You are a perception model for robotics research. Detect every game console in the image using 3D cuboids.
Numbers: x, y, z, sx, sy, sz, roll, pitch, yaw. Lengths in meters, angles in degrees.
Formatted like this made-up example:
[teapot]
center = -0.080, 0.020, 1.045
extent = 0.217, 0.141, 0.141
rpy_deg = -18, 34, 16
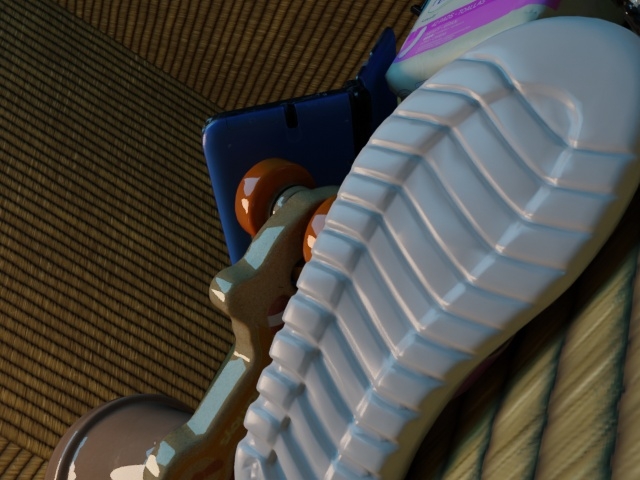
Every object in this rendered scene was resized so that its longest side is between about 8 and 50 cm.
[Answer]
[game console]
center = 0.000, -0.072, 0.790
extent = 0.173, 0.250, 0.293
rpy_deg = -111, 11, -51

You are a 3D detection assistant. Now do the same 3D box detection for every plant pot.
[plant pot]
center = -0.214, 0.336, 0.907
extent = 0.229, 0.263, 0.263
rpy_deg = -24, 29, 46

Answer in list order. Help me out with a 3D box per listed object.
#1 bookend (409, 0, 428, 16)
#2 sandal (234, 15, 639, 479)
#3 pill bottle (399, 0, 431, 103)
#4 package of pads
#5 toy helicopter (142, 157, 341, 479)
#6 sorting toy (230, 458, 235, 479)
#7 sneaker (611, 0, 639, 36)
[bookend]
center = 0.258, -0.411, 1.097
extent = 0.157, 0.156, 0.072
rpy_deg = -55, 6, 23
[sandal]
center = 0.069, 0.041, 0.458
extent = 0.102, 0.169, 0.416
rpy_deg = 11, -63, -52
[pill bottle]
center = 0.190, -0.254, 0.870
extent = 0.146, 0.146, 0.264
rpy_deg = -51, 9, 53
[package of pads]
center = 0.212, -0.259, 0.663
extent = 0.296, 0.101, 0.229
rpy_deg = -58, 22, -13
[toy helicopter]
center = -0.037, 0.112, 0.645
extent = 0.140, 0.235, 0.355
rpy_deg = 29, 81, 44
[sorting toy]
center = -0.078, 0.231, 0.758
extent = 0.046, 0.132, 0.274
rpy_deg = 37, 101, 40
[sneaker]
center = 0.235, -0.196, 0.384
extent = 0.147, 0.130, 0.330
rpy_deg = -40, 16, 25
